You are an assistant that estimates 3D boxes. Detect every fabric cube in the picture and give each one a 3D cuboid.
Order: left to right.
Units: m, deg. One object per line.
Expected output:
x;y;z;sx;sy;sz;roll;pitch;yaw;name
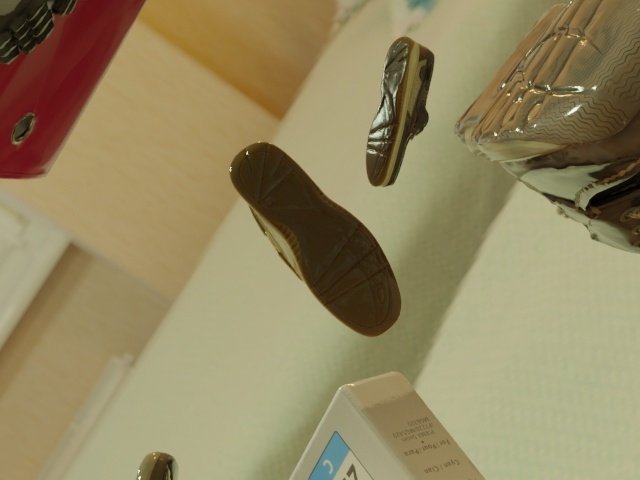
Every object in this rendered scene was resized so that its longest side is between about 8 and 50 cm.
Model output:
-0.355;-0.237;1.486;0.258;0.259;0.254;-57;-12;10;fabric cube

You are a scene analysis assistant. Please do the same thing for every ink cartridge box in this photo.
0.056;0.292;1.128;0.261;0.066;0.296;50;132;30;ink cartridge box

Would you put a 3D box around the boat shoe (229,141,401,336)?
0.000;0.000;0.879;0.050;0.135;0.045;-36;-11;-3;boat shoe

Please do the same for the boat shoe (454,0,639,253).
0.168;-0.069;0.837;0.132;0.130;0.355;-52;2;6;boat shoe

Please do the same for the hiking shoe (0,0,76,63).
-0.306;-0.139;1.042;0.304;0.132;0.113;-42;-3;-16;hiking shoe

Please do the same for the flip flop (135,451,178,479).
-0.199;0.333;1.524;0.112;0.080;0.277;-83;3;-62;flip flop

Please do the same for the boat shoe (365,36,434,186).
0.084;-0.124;1.492;0.056;0.049;0.152;12;89;60;boat shoe
